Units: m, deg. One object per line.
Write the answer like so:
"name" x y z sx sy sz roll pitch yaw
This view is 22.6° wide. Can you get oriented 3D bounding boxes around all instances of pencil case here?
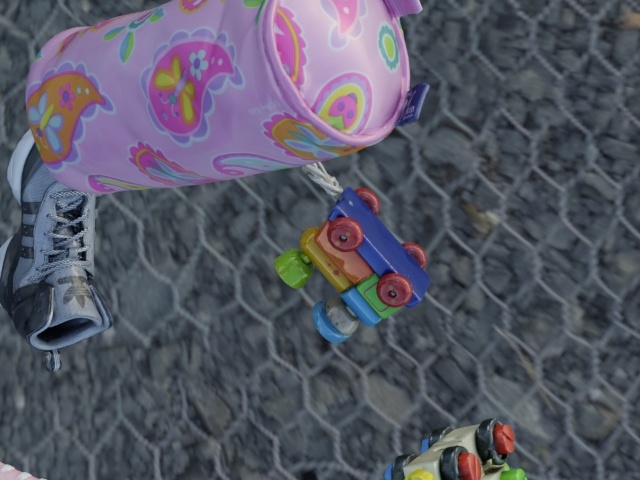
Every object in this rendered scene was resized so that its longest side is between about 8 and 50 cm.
"pencil case" -0.067 -0.099 0.995 0.124 0.284 0.124 7 79 -41

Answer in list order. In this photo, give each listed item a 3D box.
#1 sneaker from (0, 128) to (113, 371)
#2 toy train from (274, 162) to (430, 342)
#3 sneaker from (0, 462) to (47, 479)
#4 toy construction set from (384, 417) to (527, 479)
"sneaker" -0.253 0.006 1.604 0.101 0.153 0.268 -3 132 -30
"toy train" 0.000 0.000 1.880 0.143 0.105 0.248 -37 101 27
"sneaker" -0.166 0.143 0.880 0.070 0.051 0.134 -31 64 -15
"toy construction set" 0.136 0.301 1.583 0.151 0.328 0.215 -14 93 12
